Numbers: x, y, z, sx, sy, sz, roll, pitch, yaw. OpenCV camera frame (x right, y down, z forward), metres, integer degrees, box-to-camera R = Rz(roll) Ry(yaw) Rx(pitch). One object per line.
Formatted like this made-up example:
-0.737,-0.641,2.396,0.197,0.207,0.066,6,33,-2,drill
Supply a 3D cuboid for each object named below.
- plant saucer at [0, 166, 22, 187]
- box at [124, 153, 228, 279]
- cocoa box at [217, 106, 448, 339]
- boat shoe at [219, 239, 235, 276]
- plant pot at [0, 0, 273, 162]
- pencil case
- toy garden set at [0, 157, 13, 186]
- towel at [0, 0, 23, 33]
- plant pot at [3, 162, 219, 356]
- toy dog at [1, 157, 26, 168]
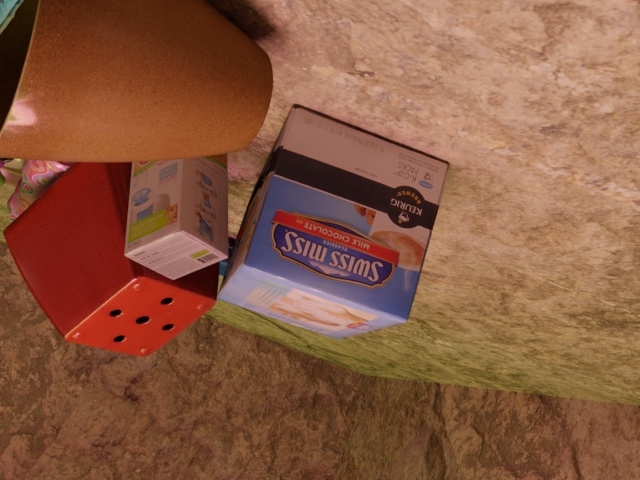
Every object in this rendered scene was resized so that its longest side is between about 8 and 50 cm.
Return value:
-0.688,-0.169,1.584,0.278,0.041,0.278,17,165,5,plant saucer
-0.214,-0.062,1.077,0.114,0.203,0.103,-21,146,27,box
0.000,0.000,1.057,0.232,0.227,0.347,20,165,-9,cocoa box
-0.220,0.031,1.696,0.258,0.089,0.109,22,152,3,boat shoe
-0.185,-0.177,0.721,0.254,0.237,0.237,9,172,-35,plant pot
-0.470,-0.108,1.261,0.124,0.124,0.284,23,143,-20,pencil case
-0.474,-0.218,0.930,0.049,0.244,0.204,-23,162,-14,toy garden set
-0.345,-0.287,0.571,0.370,0.040,0.271,-4,125,54,towel
-0.322,0.040,1.191,0.267,0.235,0.267,-37,146,19,plant pot
-0.803,-0.084,1.280,0.396,0.407,0.284,18,160,25,toy dog
